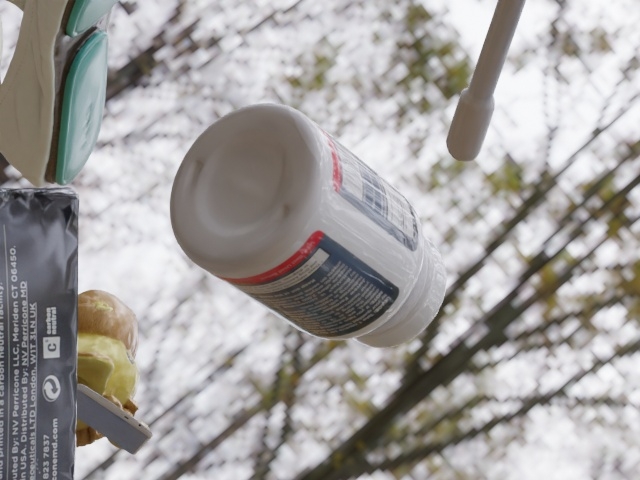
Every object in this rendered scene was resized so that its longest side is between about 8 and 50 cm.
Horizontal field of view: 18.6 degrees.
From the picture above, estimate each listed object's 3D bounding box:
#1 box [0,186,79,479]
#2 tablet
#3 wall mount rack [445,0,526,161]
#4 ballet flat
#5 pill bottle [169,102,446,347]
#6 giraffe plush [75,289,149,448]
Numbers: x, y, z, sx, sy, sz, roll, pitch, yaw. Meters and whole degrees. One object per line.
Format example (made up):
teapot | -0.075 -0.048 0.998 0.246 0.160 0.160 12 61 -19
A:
box | -0.346 0.057 0.943 0.343 0.312 0.179 1 -91 36
tablet | -0.129 0.109 1.187 0.054 0.006 0.083 35 -18 -3
wall mount rack | 0.199 -0.110 0.815 0.350 0.304 0.130 45 6 33
ballet flat | -0.231 -0.208 1.664 0.139 0.139 0.400 43 -42 19
pill bottle | 0.000 0.000 1.182 0.108 0.108 0.180 33 -2 39
giraffe plush | -0.214 0.088 1.499 0.170 0.210 0.181 9 -1 20
